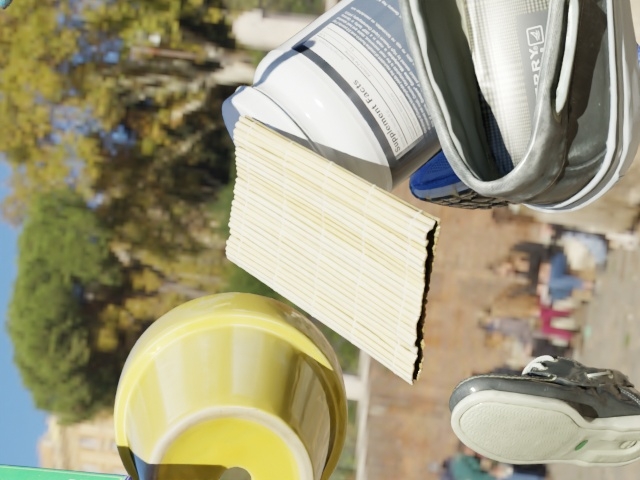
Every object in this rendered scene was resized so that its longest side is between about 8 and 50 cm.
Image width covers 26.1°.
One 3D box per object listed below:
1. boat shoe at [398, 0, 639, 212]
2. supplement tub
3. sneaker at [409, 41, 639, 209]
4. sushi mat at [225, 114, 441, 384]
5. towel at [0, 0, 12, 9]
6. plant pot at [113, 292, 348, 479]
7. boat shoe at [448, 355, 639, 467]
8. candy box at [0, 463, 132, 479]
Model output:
[{"bbox_3d":[0.090,-0.180,0.693,0.119,0.121,0.335,-5,-99,-61],"label":"boat shoe"},{"bbox_3d":[0.054,-0.156,1.440,0.272,0.191,0.191,-38,-20,-14],"label":"supplement tub"},{"bbox_3d":[0.234,-0.140,1.572,0.129,0.330,0.147,8,-121,-51],"label":"sneaker"},{"bbox_3d":[0.000,0.000,1.246,0.316,0.019,0.151,31,125,50],"label":"sushi mat"},{"bbox_3d":[-0.295,-0.472,1.565,0.370,0.040,0.271,-49,44,17],"label":"towel"},{"bbox_3d":[-0.091,0.206,1.430,0.239,0.254,0.254,-105,20,-75],"label":"plant pot"},{"bbox_3d":[0.186,0.135,1.131,0.084,0.233,0.079,-46,49,34],"label":"boat shoe"},{"bbox_3d":[-0.302,0.338,1.288,0.122,0.317,0.268,-63,-33,-52],"label":"candy box"}]
